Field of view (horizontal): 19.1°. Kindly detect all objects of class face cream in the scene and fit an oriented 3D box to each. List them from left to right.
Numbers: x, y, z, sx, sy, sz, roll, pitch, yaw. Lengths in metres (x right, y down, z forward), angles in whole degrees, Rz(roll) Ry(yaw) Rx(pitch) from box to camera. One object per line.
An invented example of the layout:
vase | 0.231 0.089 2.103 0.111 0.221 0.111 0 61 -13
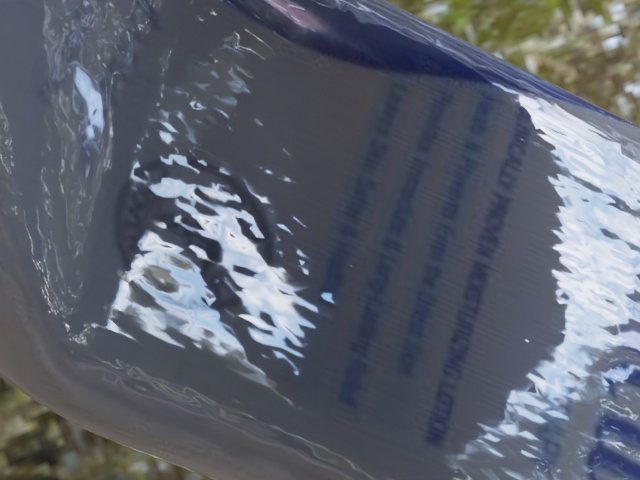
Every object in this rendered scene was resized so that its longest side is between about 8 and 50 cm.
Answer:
face cream | 0.000 0.000 0.695 0.420 0.234 0.137 26 -36 -11
